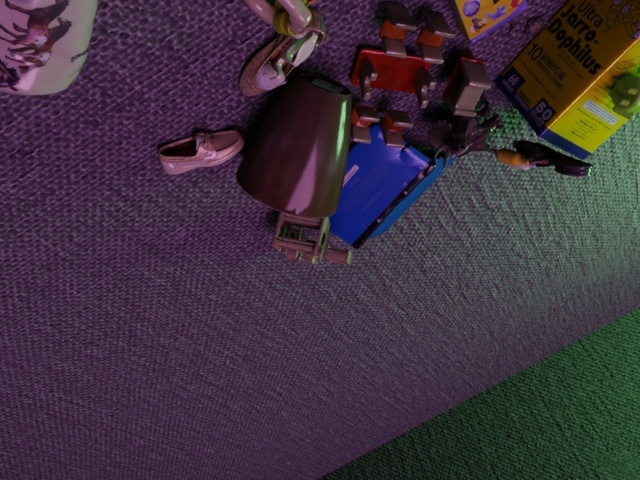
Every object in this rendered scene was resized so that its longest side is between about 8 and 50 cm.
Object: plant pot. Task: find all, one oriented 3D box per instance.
[{"bbox_3d":[-0.028,-0.196,1.237,0.215,0.215,0.231,4,121,-33],"label":"plant pot"}]

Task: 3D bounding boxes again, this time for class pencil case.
[{"bbox_3d":[-0.377,-0.379,0.829,0.183,0.160,0.410,-6,141,-35],"label":"pencil case"}]

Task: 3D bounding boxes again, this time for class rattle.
[{"bbox_3d":[-0.080,-0.435,1.011,0.199,0.130,0.143,38,97,-18],"label":"rattle"}]

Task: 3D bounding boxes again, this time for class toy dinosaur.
[{"bbox_3d":[0.323,-0.245,1.439,0.160,0.121,0.313,-32,175,16],"label":"toy dinosaur"}]

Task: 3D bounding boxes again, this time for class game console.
[{"bbox_3d":[0.143,-0.137,1.527,0.250,0.173,0.293,34,120,-14],"label":"game console"}]

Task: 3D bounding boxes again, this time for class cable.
[{"bbox_3d":[0.506,-0.166,1.408,0.139,0.287,0.072,4,111,-23],"label":"cable"}]

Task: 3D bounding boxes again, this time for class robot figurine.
[{"bbox_3d":[0.617,-0.284,1.244,0.115,0.067,0.101,-1,130,-28],"label":"robot figurine"}]

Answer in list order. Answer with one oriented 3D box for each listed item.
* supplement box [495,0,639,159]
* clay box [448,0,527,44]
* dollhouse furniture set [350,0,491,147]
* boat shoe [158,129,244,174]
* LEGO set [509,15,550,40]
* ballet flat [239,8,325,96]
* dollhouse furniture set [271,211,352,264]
[{"bbox_3d":[0.584,-0.378,1.332,0.195,0.194,0.356,13,129,-40],"label":"supplement box"},{"bbox_3d":[0.290,-0.479,1.164,0.127,0.053,0.222,-33,143,11],"label":"clay box"},{"bbox_3d":[0.190,-0.327,1.267,0.259,0.135,0.262,4,136,-17],"label":"dollhouse furniture set"},{"bbox_3d":[-0.232,-0.179,1.238,0.170,0.063,0.059,-21,149,-3],"label":"boat shoe"},{"bbox_3d":[0.429,-0.442,1.317,0.083,0.023,0.054,2,136,-12],"label":"LEGO set"},{"bbox_3d":[-0.069,-0.324,1.145,0.073,0.067,0.206,20,126,-44],"label":"ballet flat"},{"bbox_3d":[0.000,0.000,1.512,0.181,0.101,0.161,12,169,14],"label":"dollhouse furniture set"}]
